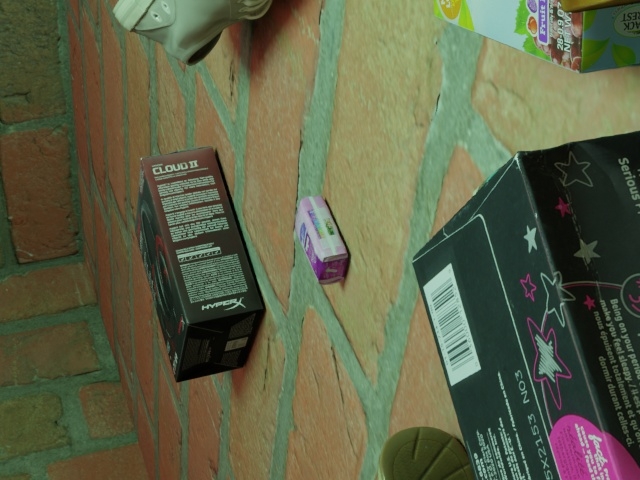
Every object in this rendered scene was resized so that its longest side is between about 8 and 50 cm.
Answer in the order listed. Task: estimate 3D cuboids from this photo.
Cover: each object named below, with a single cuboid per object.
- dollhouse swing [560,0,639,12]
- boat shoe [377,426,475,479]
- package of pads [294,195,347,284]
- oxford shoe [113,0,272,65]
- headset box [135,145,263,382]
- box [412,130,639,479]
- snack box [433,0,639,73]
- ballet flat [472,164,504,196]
[{"bbox_3d":[0.074,-0.253,0.343,0.315,0.305,0.347,-169,70,-71],"label":"dollhouse swing"},{"bbox_3d":[0.109,0.294,0.900,0.089,0.105,0.285,99,164,-56],"label":"boat shoe"},{"bbox_3d":[0.000,0.000,1.153,0.050,0.032,0.083,98,155,-51],"label":"package of pads"},{"bbox_3d":[-0.087,-0.291,1.123,0.130,0.169,0.449,38,158,-14],"label":"oxford shoe"},{"bbox_3d":[-0.185,0.023,1.603,0.218,0.110,0.293,113,143,-60],"label":"headset box"},{"bbox_3d":[0.161,0.088,0.537,0.163,0.142,0.247,125,133,-67],"label":"box"},{"bbox_3d":[0.123,-0.209,0.595,0.174,0.070,0.207,-133,38,-61],"label":"snack box"},{"bbox_3d":[0.133,0.035,0.736,0.052,0.057,0.168,114,143,-76],"label":"ballet flat"}]
